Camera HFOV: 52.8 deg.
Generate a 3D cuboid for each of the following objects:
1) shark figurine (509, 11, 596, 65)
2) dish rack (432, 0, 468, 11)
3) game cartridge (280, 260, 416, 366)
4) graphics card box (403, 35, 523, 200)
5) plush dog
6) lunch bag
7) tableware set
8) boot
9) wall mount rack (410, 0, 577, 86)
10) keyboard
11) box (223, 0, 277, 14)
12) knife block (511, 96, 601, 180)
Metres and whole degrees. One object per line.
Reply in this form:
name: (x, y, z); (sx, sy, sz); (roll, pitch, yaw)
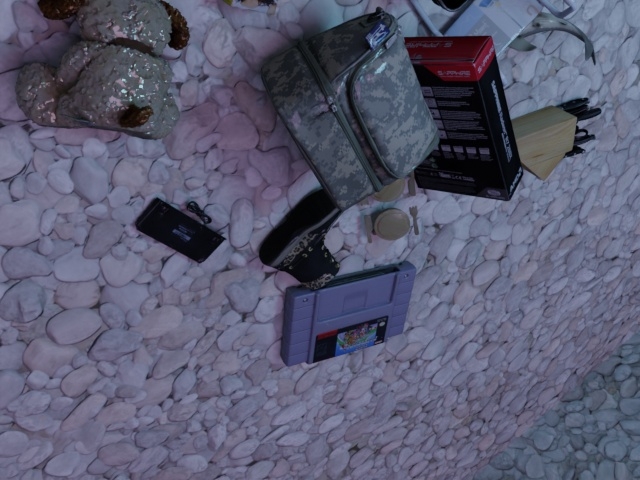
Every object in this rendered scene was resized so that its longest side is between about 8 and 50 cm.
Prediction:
shark figurine: (0.452, -0.443, 1.392); (0.278, 0.116, 0.166); (-2, 86, 8)
dish rack: (0.214, -0.572, 1.140); (0.208, 0.074, 0.271); (-45, 114, 1)
game cartridge: (0.073, 0.188, 1.633); (0.355, 0.068, 0.230); (-11, 122, -27)
graphics card box: (0.267, -0.246, 1.329); (0.094, 0.233, 0.371); (-57, 138, -26)
plush dog: (-0.309, -0.281, 0.986); (0.262, 0.211, 0.225); (2, 93, -36)
lunch bag: (0.067, -0.243, 1.192); (0.256, 0.212, 0.305); (-30, 132, 4)
tableware set: (0.157, -0.088, 1.498); (0.128, 0.039, 0.194); (-10, 123, 2)
boot: (-0.001, 0.000, 1.434); (0.236, 0.085, 0.178); (-42, 136, 8)
wall mount rack: (0.320, -0.482, 1.278); (0.304, 0.130, 0.350); (42, 93, -3)
keyboard: (-0.267, -0.028, 1.283); (0.108, 0.023, 0.180); (-45, 135, 11)
box: (-0.093, -0.494, 1.045); (0.087, 0.058, 0.232); (-2, 121, -32)
knife block: (0.572, -0.285, 1.605); (0.276, 0.088, 0.242); (25, 104, -41)
